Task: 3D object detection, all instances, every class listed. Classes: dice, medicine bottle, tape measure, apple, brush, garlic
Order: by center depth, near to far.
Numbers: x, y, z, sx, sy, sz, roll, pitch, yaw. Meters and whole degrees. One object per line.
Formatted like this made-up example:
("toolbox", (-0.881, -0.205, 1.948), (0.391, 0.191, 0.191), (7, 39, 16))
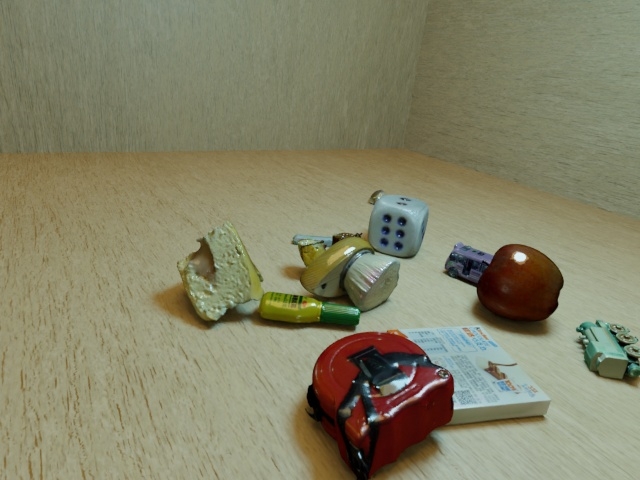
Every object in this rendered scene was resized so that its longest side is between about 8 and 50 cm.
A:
("tape measure", (0.098, 0.280, 0.796), (0.253, 0.114, 0.260), (-19, 28, -26))
("medicine bottle", (-0.027, 0.183, 1.109), (0.260, 0.064, 0.095), (8, 22, 1))
("brush", (0.083, 0.109, 1.204), (0.266, 0.174, 0.166), (-21, 44, -35))
("apple", (0.571, 0.120, 1.230), (0.233, 0.234, 0.234), (6, 22, -2))
("dice", (0.297, -0.059, 1.620), (0.194, 0.193, 0.192), (17, 23, 21))
("garlic", (0.298, -0.229, 2.198), (0.084, 0.066, 0.152), (9, 24, 11))

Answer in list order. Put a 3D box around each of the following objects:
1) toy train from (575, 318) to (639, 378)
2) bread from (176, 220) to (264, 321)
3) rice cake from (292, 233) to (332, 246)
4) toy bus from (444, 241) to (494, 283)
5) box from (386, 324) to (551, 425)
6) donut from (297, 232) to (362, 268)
("toy train", (0.734, 0.270, 1.090), (0.125, 0.081, 0.194), (6, 23, 11))
("bread", (-0.261, 0.102, 1.162), (0.183, 0.224, 0.211), (-27, -13, -9))
("rice cake", (0.000, 0.000, 1.600), (0.210, 0.034, 0.043), (3, 19, -7))
("toy bus", (0.526, 0.087, 1.434), (0.198, 0.108, 0.096), (25, 28, 38))
("box", (0.315, 0.289, 0.962), (0.264, 0.048, 0.273), (0, 22, -12))
("donut", (0.020, 0.044, 1.373), (0.217, 0.141, 0.085), (-6, 15, -28))
